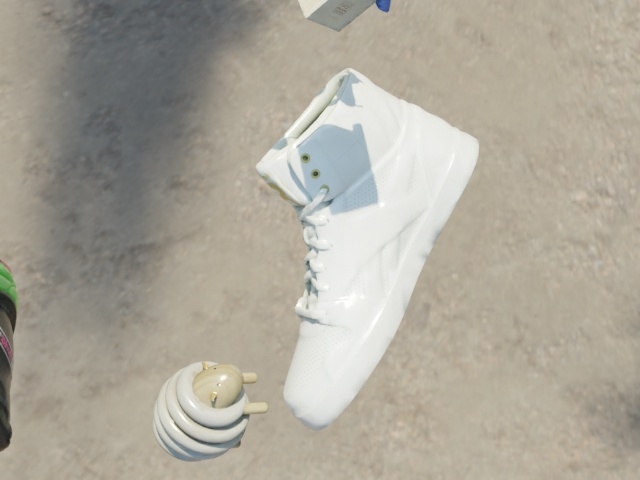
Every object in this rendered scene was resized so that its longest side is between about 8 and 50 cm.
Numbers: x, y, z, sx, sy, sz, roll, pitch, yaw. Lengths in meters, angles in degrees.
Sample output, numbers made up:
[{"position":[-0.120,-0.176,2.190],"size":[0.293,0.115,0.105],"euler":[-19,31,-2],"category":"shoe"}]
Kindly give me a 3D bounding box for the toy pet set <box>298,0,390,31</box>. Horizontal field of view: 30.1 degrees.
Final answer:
[{"position":[0.001,-0.209,0.814],"size":[0.065,0.122,0.114],"euler":[-35,64,30],"category":"toy pet set"}]

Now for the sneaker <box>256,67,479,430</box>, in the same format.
[{"position":[0.000,0.000,1.015],"size":[0.169,0.108,0.292],"euler":[30,79,-20],"category":"sneaker"}]

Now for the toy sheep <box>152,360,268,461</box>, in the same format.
[{"position":[-0.103,0.151,1.038],"size":[0.091,0.091,0.132],"euler":[30,127,-2],"category":"toy sheep"}]

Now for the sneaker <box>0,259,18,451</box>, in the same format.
[{"position":[-0.365,0.116,0.792],"size":[0.185,0.483,0.202],"euler":[-14,86,30],"category":"sneaker"}]
